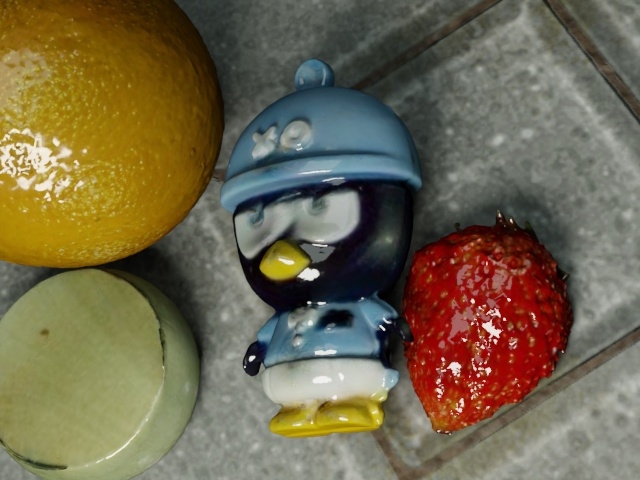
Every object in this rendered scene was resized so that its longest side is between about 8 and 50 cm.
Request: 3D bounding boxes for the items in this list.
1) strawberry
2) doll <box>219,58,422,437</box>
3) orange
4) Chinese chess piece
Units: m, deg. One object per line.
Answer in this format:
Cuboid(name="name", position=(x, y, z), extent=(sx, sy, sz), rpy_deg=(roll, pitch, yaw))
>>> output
Cuboid(name="strawberry", position=(0.121, 0.064, 1.144), extent=(0.146, 0.082, 0.187), rpy_deg=(17, 79, 29))
Cuboid(name="doll", position=(0.000, 0.000, 1.162), extent=(0.177, 0.141, 0.314), rpy_deg=(-12, 71, 30))
Cuboid(name="orange", position=(-0.218, -0.105, 1.194), extent=(0.274, 0.274, 0.274), rpy_deg=(-6, 69, 14))
Cuboid(name="Chinese chess piece", position=(-0.194, 0.116, 1.210), extent=(0.188, 0.083, 0.188), rpy_deg=(-6, 71, 17))
